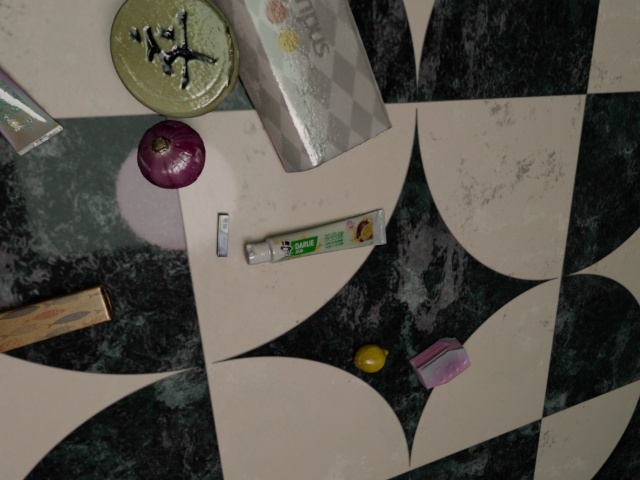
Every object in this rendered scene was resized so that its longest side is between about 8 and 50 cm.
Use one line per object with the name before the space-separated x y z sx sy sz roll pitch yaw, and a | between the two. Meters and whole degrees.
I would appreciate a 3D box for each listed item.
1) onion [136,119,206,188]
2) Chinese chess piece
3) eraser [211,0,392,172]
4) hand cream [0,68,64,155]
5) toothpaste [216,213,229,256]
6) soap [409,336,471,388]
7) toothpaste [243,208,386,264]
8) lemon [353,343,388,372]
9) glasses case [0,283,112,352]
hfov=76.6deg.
onion | -0.244 -0.140 0.674 0.115 0.115 0.104 -49 160 -3
Chinese chess piece | -0.220 -0.286 0.625 0.189 0.083 0.188 -3 110 -9
eraser | -0.042 -0.334 0.699 0.213 0.082 0.396 -30 114 -12
hand cream | -0.473 -0.214 0.587 0.076 0.047 0.174 -37 124 -9
toothpaste | -0.186 -0.009 0.773 0.020 0.017 0.083 0 106 -22
soap | 0.315 0.315 1.049 0.149 0.056 0.100 -30 117 -11
toothpaste | 0.000 0.000 0.837 0.315 0.055 0.058 -12 150 -22
lemon | 0.120 0.277 0.955 0.093 0.065 0.065 -10 109 -25
glasses case | -0.455 0.129 0.693 0.170 0.041 0.064 -16 99 -16
